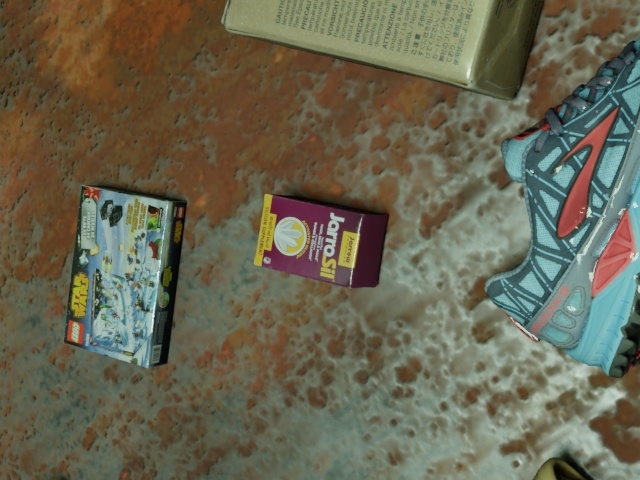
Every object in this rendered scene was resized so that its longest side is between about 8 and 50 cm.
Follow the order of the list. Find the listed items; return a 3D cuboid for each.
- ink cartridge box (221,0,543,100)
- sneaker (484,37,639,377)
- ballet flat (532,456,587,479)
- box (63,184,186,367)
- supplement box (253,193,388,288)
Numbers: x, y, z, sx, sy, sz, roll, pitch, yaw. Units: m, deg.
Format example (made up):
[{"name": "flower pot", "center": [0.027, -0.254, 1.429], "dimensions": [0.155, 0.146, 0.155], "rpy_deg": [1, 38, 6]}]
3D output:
[{"name": "ink cartridge box", "center": [0.059, -0.227, 0.618], "dimensions": [0.193, 0.088, 0.235], "rpy_deg": [21, 102, 29]}, {"name": "sneaker", "center": [0.164, -0.058, 0.555], "dimensions": [0.125, 0.104, 0.262], "rpy_deg": [21, 101, 30]}, {"name": "ballet flat", "center": [0.217, 0.192, 0.539], "dimensions": [0.232, 0.080, 0.073], "rpy_deg": [18, 99, 30]}, {"name": "box", "center": [-0.163, 0.028, 0.786], "dimensions": [0.093, 0.027, 0.137], "rpy_deg": [12, 97, 28]}, {"name": "supplement box", "center": [0.000, 0.000, 0.683], "dimensions": [0.083, 0.043, 0.055], "rpy_deg": [12, 96, 28]}]
